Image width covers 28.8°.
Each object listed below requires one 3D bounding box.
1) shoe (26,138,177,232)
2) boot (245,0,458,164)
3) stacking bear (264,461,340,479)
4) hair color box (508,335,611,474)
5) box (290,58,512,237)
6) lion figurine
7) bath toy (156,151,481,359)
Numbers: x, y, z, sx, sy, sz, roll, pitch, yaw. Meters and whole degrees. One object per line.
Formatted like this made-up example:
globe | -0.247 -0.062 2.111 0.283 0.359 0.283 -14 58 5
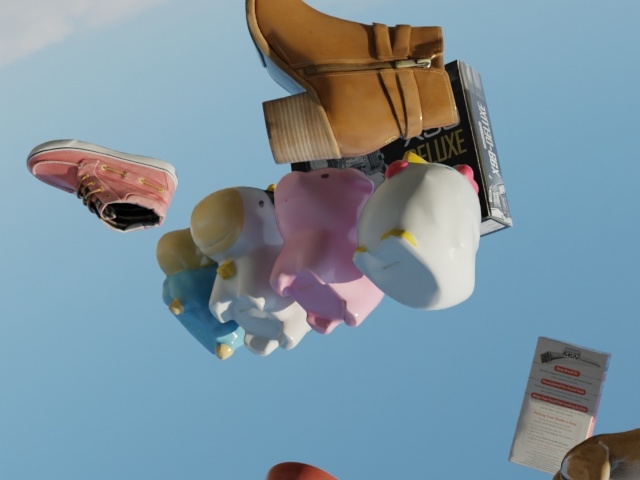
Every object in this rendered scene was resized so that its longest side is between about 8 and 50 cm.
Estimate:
shoe | -0.258 -0.062 1.438 0.178 0.063 0.081 9 -136 -1
boot | 0.032 -0.231 1.445 0.220 0.109 0.283 -12 -114 4
stacking bear | -0.064 0.474 1.774 0.175 0.164 0.289 -8 -144 35
hair color box | 0.309 0.215 1.611 0.093 0.167 0.053 15 -178 19
box | 0.107 -0.090 1.802 0.308 0.242 0.076 -20 158 30
lion figurine | 0.399 0.259 1.444 0.392 0.142 0.240 -7 -160 5
bath toy | 0.000 0.000 1.058 0.348 0.151 0.129 -15 -149 47
